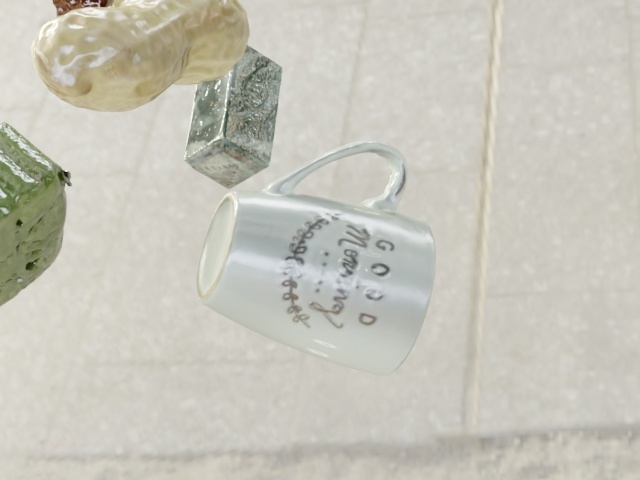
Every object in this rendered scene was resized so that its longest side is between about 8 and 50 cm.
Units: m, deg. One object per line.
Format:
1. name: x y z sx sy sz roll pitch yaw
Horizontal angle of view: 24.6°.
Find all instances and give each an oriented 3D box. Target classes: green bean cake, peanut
1. green bean cake: -0.489 -0.010 2.091 0.156 0.250 0.247 40 56 20
2. peanut: -0.196 -0.219 1.606 0.136 0.120 0.298 39 37 17

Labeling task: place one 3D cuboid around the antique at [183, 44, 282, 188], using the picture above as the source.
1. antique: -0.117 -0.165 1.971 0.086 0.088 0.183 -28 45 41

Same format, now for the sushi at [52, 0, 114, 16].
1. sushi: -0.224 -0.364 1.742 0.179 0.167 0.296 30 40 0

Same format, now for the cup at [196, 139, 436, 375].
1. cup: 0.000 0.000 1.661 0.234 0.258 0.186 18 -2 -17
